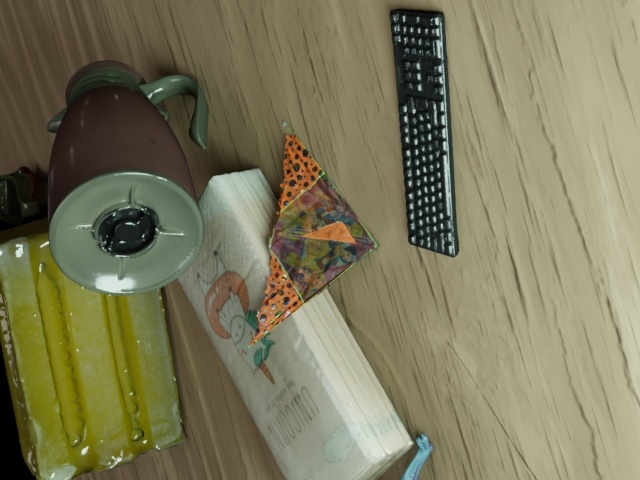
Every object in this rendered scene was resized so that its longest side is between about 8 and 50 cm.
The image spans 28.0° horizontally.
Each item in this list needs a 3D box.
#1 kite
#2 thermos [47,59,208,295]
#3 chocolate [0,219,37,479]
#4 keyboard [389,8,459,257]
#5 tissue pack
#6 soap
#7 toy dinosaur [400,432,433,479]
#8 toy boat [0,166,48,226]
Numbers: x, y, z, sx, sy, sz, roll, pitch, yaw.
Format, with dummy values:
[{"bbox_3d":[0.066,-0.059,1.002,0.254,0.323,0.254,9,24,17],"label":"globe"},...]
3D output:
[{"bbox_3d":[0.001,0.000,1.198,0.125,0.008,0.222,6,84,32],"label":"kite"},{"bbox_3d":[-0.194,-0.087,1.297,0.265,0.176,0.146,-106,-3,-50],"label":"thermos"},{"bbox_3d":[-0.469,0.118,1.736,0.331,0.383,0.384,-138,40,-63],"label":"chocolate"},{"bbox_3d":[0.086,-0.088,1.062,0.061,0.013,0.204,18,120,51],"label":"keyboard"},{"bbox_3d":[-0.039,0.105,1.291,0.325,0.071,0.170,60,142,18],"label":"tissue pack"},{"bbox_3d":[-0.288,0.124,1.558,0.091,0.199,0.315,17,120,57],"label":"soap"},{"bbox_3d":[0.069,0.269,1.205,0.045,0.080,0.197,37,123,50],"label":"toy dinosaur"},{"bbox_3d":[-0.415,-0.056,1.765,0.185,0.071,0.089,11,109,51],"label":"toy boat"}]
